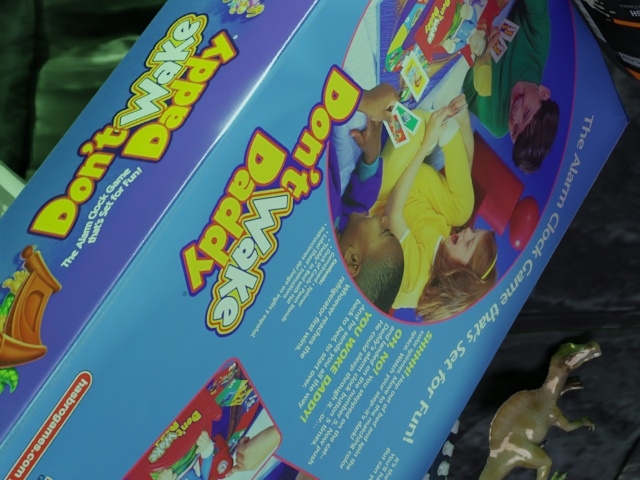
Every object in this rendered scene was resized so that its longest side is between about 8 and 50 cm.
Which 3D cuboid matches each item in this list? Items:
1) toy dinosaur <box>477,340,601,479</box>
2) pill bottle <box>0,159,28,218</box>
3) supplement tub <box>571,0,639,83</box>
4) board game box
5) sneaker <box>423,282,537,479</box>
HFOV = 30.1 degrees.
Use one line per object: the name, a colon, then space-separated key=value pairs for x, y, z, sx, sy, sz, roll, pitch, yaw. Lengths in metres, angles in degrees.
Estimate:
toy dinosaur: x=0.149 y=0.151 z=0.885 sx=0.092 sy=0.053 sz=0.183 roll=37 pitch=86 yaw=-43
pill bottle: x=-0.175 y=0.081 z=0.593 sx=0.204 sy=0.204 sz=0.361 roll=-31 pitch=127 yaw=17
supplement tub: x=0.154 y=-0.136 z=0.501 sx=0.117 sy=0.117 sz=0.190 roll=-32 pitch=146 yaw=17
board game box: x=0.000 y=0.000 z=0.526 sx=0.347 sy=0.078 sz=0.233 roll=-56 pitch=138 yaw=-18
sneaker: x=0.063 y=0.093 z=0.709 sx=0.153 sy=0.099 sz=0.282 roll=-18 pitch=101 yaw=-5
